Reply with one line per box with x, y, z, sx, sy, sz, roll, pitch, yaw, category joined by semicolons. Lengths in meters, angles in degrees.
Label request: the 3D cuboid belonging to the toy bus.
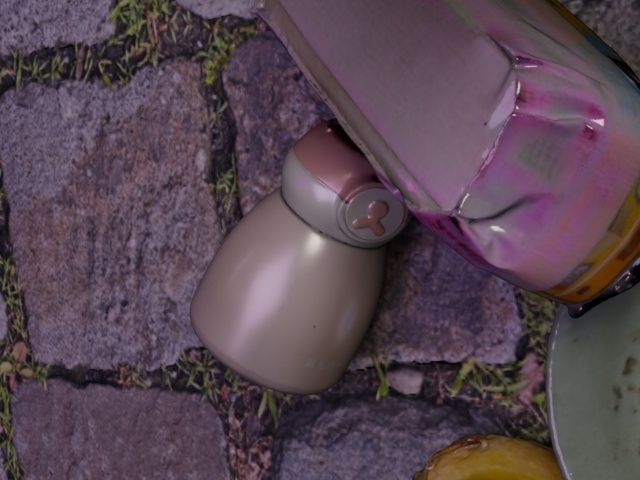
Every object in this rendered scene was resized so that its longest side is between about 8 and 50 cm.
0.093;-0.111;1.132;0.171;0.162;0.386;-60;37;20;toy bus

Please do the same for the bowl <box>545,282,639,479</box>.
0.311;0.106;1.092;0.289;0.146;0.289;9;104;42;bowl

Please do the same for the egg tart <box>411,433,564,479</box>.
0.153;0.298;1.296;0.288;0.118;0.288;8;101;44;egg tart

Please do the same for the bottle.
0.000;0.000;1.355;0.147;0.147;0.237;41;115;28;bottle
